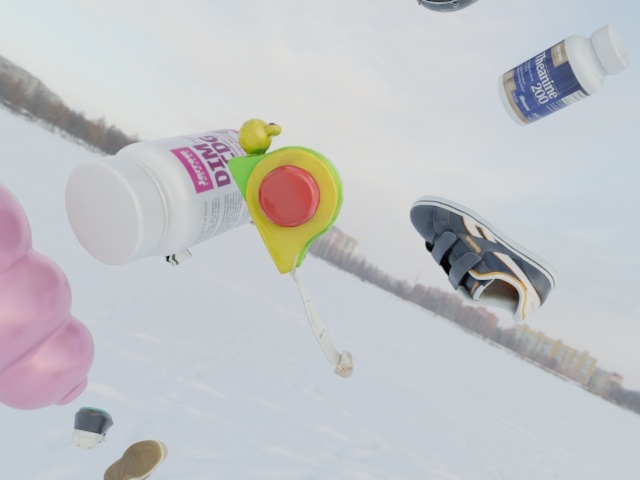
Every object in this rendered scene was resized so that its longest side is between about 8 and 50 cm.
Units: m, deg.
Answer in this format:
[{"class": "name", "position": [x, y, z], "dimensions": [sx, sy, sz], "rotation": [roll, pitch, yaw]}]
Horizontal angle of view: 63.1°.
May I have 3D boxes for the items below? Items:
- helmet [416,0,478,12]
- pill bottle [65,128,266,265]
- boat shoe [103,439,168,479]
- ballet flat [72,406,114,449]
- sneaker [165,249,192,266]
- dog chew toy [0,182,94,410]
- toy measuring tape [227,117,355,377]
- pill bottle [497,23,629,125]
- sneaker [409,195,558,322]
[{"class": "helmet", "position": [0.214, -0.453, 0.827], "dimensions": [0.169, 0.169, 0.162], "rotation": [26, -30, 12]}, {"class": "pill bottle", "position": [-0.205, -0.070, 0.758], "dimensions": [0.160, 0.160, 0.283], "rotation": [25, 27, 19]}, {"class": "boat shoe", "position": [-0.335, 0.415, 0.972], "dimensions": [0.059, 0.170, 0.063], "rotation": [12, 48, -56]}, {"class": "ballet flat", "position": [-0.435, 0.362, 0.993], "dimensions": [0.074, 0.074, 0.203], "rotation": [26, -29, -9]}, {"class": "sneaker", "position": [-0.287, 0.016, 1.000], "dimensions": [0.109, 0.043, 0.040], "rotation": [27, -30, 54]}, {"class": "dog chew toy", "position": [-0.409, 0.072, 0.636], "dimensions": [0.332, 0.206, 0.206], "rotation": [57, -14, -20]}, {"class": "toy measuring tape", "position": [0.000, 0.000, 0.625], "dimensions": [0.330, 0.121, 0.121], "rotation": [64, -6, -5]}, {"class": "pill bottle", "position": [0.263, -0.180, 0.568], "dimensions": [0.067, 0.067, 0.120], "rotation": [27, -35, -34]}, {"class": "sneaker", "position": [0.293, 0.032, 1.026], "dimensions": [0.321, 0.127, 0.126], "rotation": [34, -27, 22]}]
